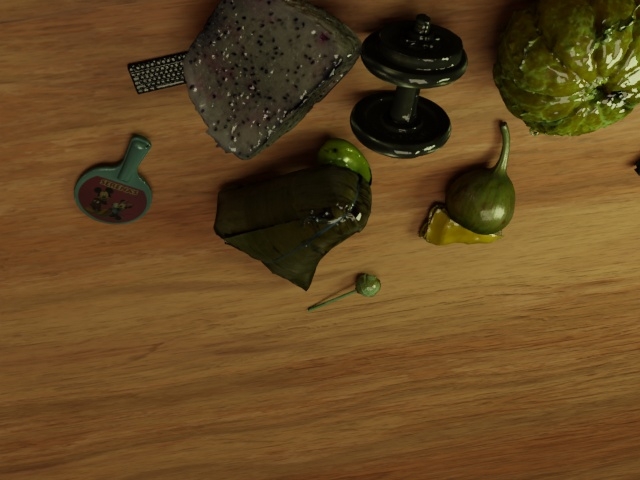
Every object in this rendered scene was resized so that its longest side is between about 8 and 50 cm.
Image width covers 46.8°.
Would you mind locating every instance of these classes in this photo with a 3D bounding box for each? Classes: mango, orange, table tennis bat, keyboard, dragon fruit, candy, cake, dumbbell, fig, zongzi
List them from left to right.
[{"bbox_3d":[-0.400,-0.118,1.482,0.153,0.040,0.244,19,131,-25],"label":"table tennis bat"},{"bbox_3d":[-0.241,-0.313,1.340,0.205,0.013,0.061,-12,134,1],"label":"keyboard"},{"bbox_3d":[-0.088,-0.305,1.260,0.221,0.204,0.283,43,115,-7],"label":"dragon fruit"},{"bbox_3d":[0.000,0.000,1.550,0.323,0.159,0.360,-8,142,30],"label":"zongzi"},{"bbox_3d":[0.055,0.136,1.804,0.203,0.061,0.061,-25,133,24],"label":"candy"},{"bbox_3d":[0.052,-0.152,1.507,0.091,0.074,0.165,3,159,31],"label":"mango"},{"bbox_3d":[0.156,-0.269,1.336,0.192,0.192,0.289,-1,134,-9],"label":"dumbbell"},{"bbox_3d":[0.318,-0.011,1.689,0.185,0.079,0.116,16,125,-29],"label":"cake"},{"bbox_3d":[0.362,-0.134,1.575,0.149,0.149,0.245,12,110,-21],"label":"fig"},{"bbox_3d":[0.464,-0.327,1.322,0.300,0.223,0.301,-32,134,33],"label":"orange"}]

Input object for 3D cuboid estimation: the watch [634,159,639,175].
[{"bbox_3d":[0.693,-0.285,1.518,0.276,0.068,0.274,27,127,-31],"label":"watch"}]
